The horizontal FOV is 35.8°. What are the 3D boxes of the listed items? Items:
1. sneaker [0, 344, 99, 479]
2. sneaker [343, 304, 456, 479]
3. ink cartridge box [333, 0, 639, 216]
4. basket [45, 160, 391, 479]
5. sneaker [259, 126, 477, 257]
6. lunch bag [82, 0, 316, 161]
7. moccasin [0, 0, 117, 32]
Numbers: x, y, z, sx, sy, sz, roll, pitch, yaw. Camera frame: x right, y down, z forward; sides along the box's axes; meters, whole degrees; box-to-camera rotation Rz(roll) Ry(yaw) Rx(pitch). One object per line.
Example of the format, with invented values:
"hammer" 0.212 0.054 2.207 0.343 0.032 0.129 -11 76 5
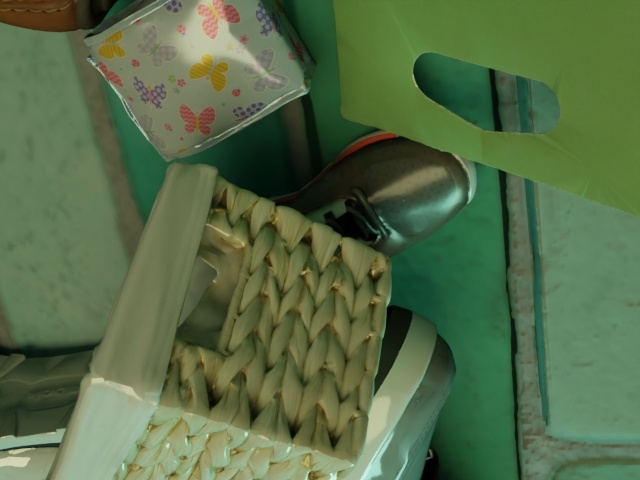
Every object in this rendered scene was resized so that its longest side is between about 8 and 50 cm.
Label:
"sneaker" -0.170 0.120 0.567 0.235 0.090 0.095 -3 127 16
"sneaker" 0.063 0.178 0.513 0.178 0.124 0.295 22 129 7
"ink cartridge box" 0.044 -0.122 0.345 0.171 0.056 0.235 25 130 38
"basket" -0.049 0.067 0.423 0.103 0.113 0.167 21 140 -10
"sneaker" 0.000 0.000 0.468 0.158 0.065 0.061 -23 110 24
"lunch bag" -0.055 -0.083 0.444 0.083 0.053 0.071 -29 111 15
"moccasin" -0.111 -0.260 0.323 0.147 0.139 0.380 14 130 -5
